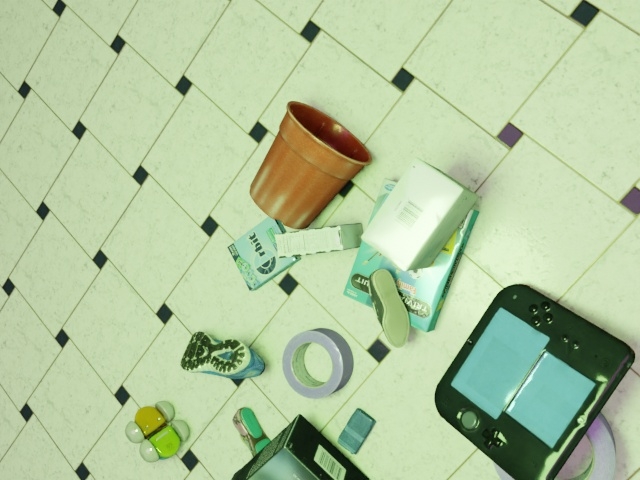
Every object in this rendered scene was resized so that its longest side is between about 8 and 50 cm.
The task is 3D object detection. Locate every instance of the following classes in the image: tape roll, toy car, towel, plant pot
[{"bbox_3d":[-0.008,0.344,1.742,0.188,0.080,0.189,-1,88,26],"label":"tape roll"},{"bbox_3d":[-0.516,0.614,1.955,0.182,0.159,0.136,44,141,19],"label":"toy car"},{"bbox_3d":[0.099,0.526,1.714,0.067,0.029,0.119,34,103,22],"label":"towel"},{"bbox_3d":[0.549,0.491,1.469,0.274,0.090,0.275,0,89,25],"label":"tape roll"},{"bbox_3d":[-0.044,-0.190,1.689,0.272,0.272,0.265,45,115,19],"label":"plant pot"}]

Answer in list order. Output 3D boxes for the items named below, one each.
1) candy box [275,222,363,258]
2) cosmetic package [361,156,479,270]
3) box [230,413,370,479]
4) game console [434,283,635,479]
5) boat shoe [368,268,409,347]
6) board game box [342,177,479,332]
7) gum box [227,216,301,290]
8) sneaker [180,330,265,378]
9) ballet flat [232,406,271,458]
[{"bbox_3d":[0.000,0.000,1.699,0.196,0.165,0.070,-8,90,25],"label":"candy box"},{"bbox_3d":[0.242,-0.056,1.467,0.138,0.224,0.224,38,104,18],"label":"cosmetic package"},{"bbox_3d":[-0.064,0.691,1.661,0.296,0.183,0.294,43,108,-1],"label":"box"},{"bbox_3d":[0.473,0.324,1.440,0.342,0.060,0.387,37,97,47],"label":"game console"},{"bbox_3d":[0.172,0.174,1.598,0.075,0.065,0.206,-17,91,-21],"label":"boat shoe"},{"bbox_3d":[0.234,0.036,1.636,0.253,0.079,0.336,22,98,24],"label":"board game box"},{"bbox_3d":[-0.169,0.037,1.848,0.184,0.041,0.157,-35,75,20],"label":"gum box"},{"bbox_3d":[-0.292,0.360,1.845,0.330,0.147,0.130,2,62,46],"label":"sneaker"},{"bbox_3d":[-0.192,0.600,1.833,0.221,0.077,0.079,54,128,21],"label":"ballet flat"}]
